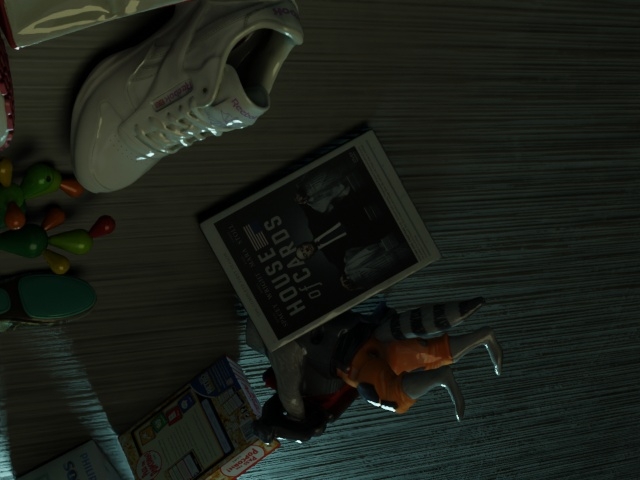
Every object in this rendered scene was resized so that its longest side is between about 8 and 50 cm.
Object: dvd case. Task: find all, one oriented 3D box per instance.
[{"bbox_3d":[0.000,0.000,1.455,0.238,0.179,0.029,-29,-178,-4],"label":"dvd case"}]

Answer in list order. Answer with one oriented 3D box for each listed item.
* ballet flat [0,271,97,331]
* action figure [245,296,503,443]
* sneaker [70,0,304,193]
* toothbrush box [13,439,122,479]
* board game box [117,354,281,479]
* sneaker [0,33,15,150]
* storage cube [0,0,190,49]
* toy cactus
[{"bbox_3d":[-0.352,0.075,1.382,0.188,0.070,0.070,-1,131,-30],"label":"ballet flat"},{"bbox_3d":[0.060,0.118,1.542,0.341,0.330,0.179,-48,139,-55],"label":"action figure"},{"bbox_3d":[-0.139,-0.147,1.211,0.305,0.152,0.114,-46,141,18],"label":"sneaker"},{"bbox_3d":[-0.286,0.450,1.681,0.126,0.216,0.295,-27,141,-7],"label":"toothbrush box"},{"bbox_3d":[-0.166,0.268,1.626,0.193,0.147,0.045,-37,140,7],"label":"board game box"},{"bbox_3d":[-0.354,-0.196,1.054,0.112,0.121,0.299,-22,133,0],"label":"sneaker"},{"bbox_3d":[-0.202,-0.299,0.980,0.183,0.193,0.215,-18,138,-17],"label":"storage cube"},{"bbox_3d":[-0.338,-0.011,1.274,0.180,0.112,0.219,-36,150,20],"label":"toy cactus"}]
